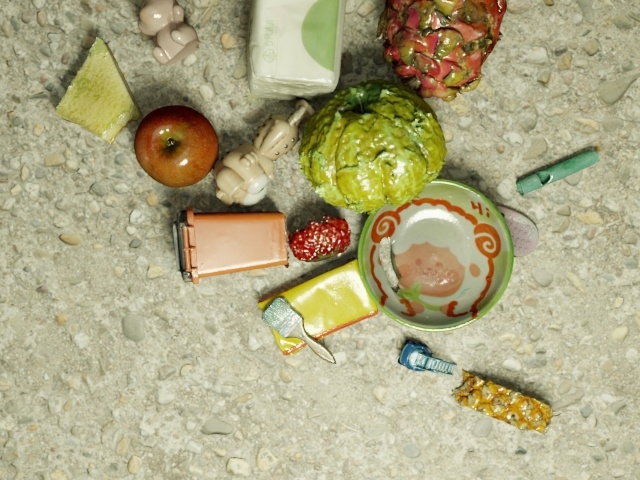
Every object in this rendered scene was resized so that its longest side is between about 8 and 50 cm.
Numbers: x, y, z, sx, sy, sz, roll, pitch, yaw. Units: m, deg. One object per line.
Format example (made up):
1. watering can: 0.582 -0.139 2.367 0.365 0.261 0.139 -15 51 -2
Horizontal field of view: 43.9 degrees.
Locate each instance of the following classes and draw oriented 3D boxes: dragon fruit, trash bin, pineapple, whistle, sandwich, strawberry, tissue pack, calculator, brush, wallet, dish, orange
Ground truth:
1. dragon fruit: 0.259 -0.434 1.648 0.269 0.250 0.291 -7 104 -23
2. trash bin: -0.188 0.003 1.677 0.238 0.184 0.161 -5 95 -7
3. pineapple: 0.408 0.356 1.715 0.233 0.135 0.080 19 90 0
4. whistle: 0.524 -0.151 1.754 0.186 0.039 0.039 -23 92 -1
5. sandwich: -0.459 -0.319 1.726 0.162 0.058 0.193 28 89 -3
6. strawberry: 0.000 0.000 1.695 0.145 0.145 0.086 -9 83 -1
7. tissue pack: -0.048 -0.480 1.623 0.193 0.266 0.357 5 91 -7
8. calculator: 0.404 -0.021 1.762 0.165 0.024 0.103 20 91 -4
9. brush: -0.038 0.203 1.712 0.196 0.021 0.070 41 97 -8
10. wallet: -0.002 0.146 1.743 0.241 0.067 0.141 -24 96 4
11. dish: 0.245 0.032 1.715 0.324 0.124 0.324 0 90 6
12. orange: 0.096 -0.200 1.612 0.301 0.300 0.223 -17 134 3

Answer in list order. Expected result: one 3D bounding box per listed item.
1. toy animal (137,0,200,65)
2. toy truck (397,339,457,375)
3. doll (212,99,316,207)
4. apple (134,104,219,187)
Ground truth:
1. toy animal: -0.349 -0.484 1.697 0.124 0.124 0.212 -31 85 0
2. toy truck: 0.236 0.265 1.750 0.136 0.074 0.063 18 93 -42
3. doll: -0.118 -0.186 1.684 0.119 0.154 0.278 44 89 2
4. apple: -0.306 -0.202 1.676 0.181 0.168 0.181 0 87 4
